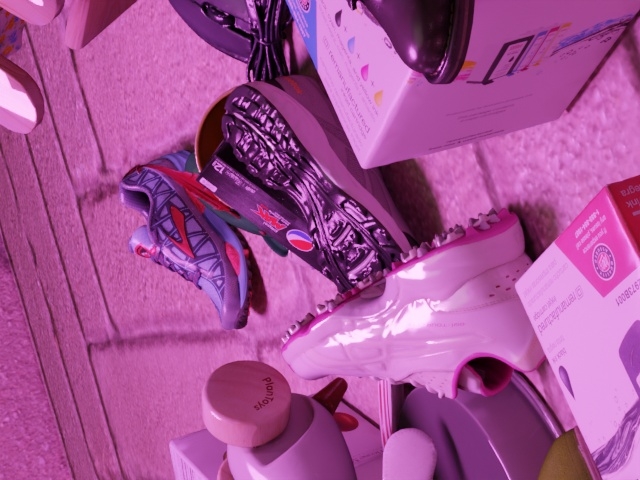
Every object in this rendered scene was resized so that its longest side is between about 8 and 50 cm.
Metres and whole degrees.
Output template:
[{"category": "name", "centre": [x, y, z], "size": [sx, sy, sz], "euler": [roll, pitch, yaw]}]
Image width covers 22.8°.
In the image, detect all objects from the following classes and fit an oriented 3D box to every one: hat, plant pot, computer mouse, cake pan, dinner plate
[{"category": "hat", "centre": [-0.136, -0.057, 1.723], "size": [0.173, 0.183, 0.208], "euler": [-128, 30, -45]}, {"category": "plant pot", "centre": [-0.053, -0.101, 1.589], "size": [0.095, 0.134, 0.134], "euler": [-78, -21, -74]}, {"category": "computer mouse", "centre": [-0.113, -0.268, 1.669], "size": [0.272, 0.072, 0.188], "euler": [51, 150, 46]}, {"category": "cake pan", "centre": [0.150, 0.241, 1.401], "size": [0.293, 0.054, 0.293], "euler": [50, 148, 47]}, {"category": "dinner plate", "centre": [0.068, 0.145, 1.542], "size": [0.141, 0.017, 0.141], "euler": [177, 90, -86]}]

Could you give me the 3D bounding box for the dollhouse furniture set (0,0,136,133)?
[{"category": "dollhouse furniture set", "centre": [-0.123, -0.307, 1.327], "size": [0.256, 0.362, 0.394], "euler": [33, 141, 9]}]

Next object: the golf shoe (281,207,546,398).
[{"category": "golf shoe", "centre": [0.076, 0.085, 1.331], "size": [0.306, 0.115, 0.140], "euler": [-32, 89, 52]}]

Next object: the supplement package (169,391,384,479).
[{"category": "supplement package", "centre": [-0.027, 0.279, 1.676], "size": [0.203, 0.194, 0.149], "euler": [28, 131, 61]}]

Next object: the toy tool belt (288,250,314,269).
[{"category": "toy tool belt", "centre": [0.000, 0.000, 1.626], "size": [0.051, 0.052, 0.083], "euler": [30, 145, 17]}]

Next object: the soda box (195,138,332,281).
[{"category": "soda box", "centre": [-0.031, -0.037, 1.516], "size": [0.169, 0.060, 0.053], "euler": [37, 143, -6]}]

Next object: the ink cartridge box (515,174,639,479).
[{"category": "ink cartridge box", "centre": [0.237, 0.089, 1.001], "size": [0.172, 0.100, 0.237], "euler": [119, 131, -64]}]

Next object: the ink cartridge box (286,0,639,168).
[{"category": "ink cartridge box", "centre": [0.097, -0.189, 1.056], "size": [0.232, 0.168, 0.171], "euler": [117, 133, -60]}]

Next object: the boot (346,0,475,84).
[{"category": "boot", "centre": [-0.055, -0.178, 0.893], "size": [0.263, 0.229, 0.091], "euler": [64, 152, 28]}]

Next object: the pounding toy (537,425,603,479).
[{"category": "pounding toy", "centre": [0.174, 0.242, 1.120], "size": [0.183, 0.110, 0.237], "euler": [64, -171, -4]}]

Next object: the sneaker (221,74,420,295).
[{"category": "sneaker", "centre": [0.029, -0.046, 1.459], "size": [0.271, 0.108, 0.100], "euler": [54, 137, 8]}]

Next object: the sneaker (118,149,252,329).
[{"category": "sneaker", "centre": [-0.171, 0.013, 1.945], "size": [0.104, 0.125, 0.262], "euler": [101, 146, -51]}]

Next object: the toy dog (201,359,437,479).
[{"category": "toy dog", "centre": [0.036, 0.230, 1.447], "size": [0.333, 0.161, 0.220], "euler": [48, 150, 16]}]
